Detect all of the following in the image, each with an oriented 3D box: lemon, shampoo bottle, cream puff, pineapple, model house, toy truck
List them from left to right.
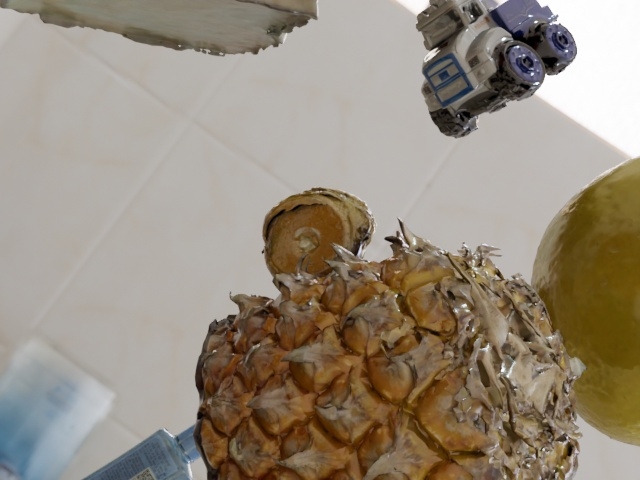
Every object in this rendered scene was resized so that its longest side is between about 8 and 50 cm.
[{"bbox_3d":[-0.275,0.369,2.212,0.104,0.258,0.061,57,-2,28],"label":"shampoo bottle"},{"bbox_3d":[-0.190,-0.484,1.868,0.395,0.400,0.445,11,-3,-23],"label":"model house"},{"bbox_3d":[0.000,0.000,1.566,0.119,0.133,0.104,50,2,17],"label":"cream puff"},{"bbox_3d":[0.074,0.154,1.318,0.300,0.352,0.352,-23,-51,31],"label":"pineapple"},{"bbox_3d":[0.210,-0.253,1.802,0.161,0.213,0.177,-29,-85,45],"label":"toy truck"},{"bbox_3d":[0.396,0.067,1.576,0.348,0.348,0.348,33,-13,9],"label":"lemon"}]
